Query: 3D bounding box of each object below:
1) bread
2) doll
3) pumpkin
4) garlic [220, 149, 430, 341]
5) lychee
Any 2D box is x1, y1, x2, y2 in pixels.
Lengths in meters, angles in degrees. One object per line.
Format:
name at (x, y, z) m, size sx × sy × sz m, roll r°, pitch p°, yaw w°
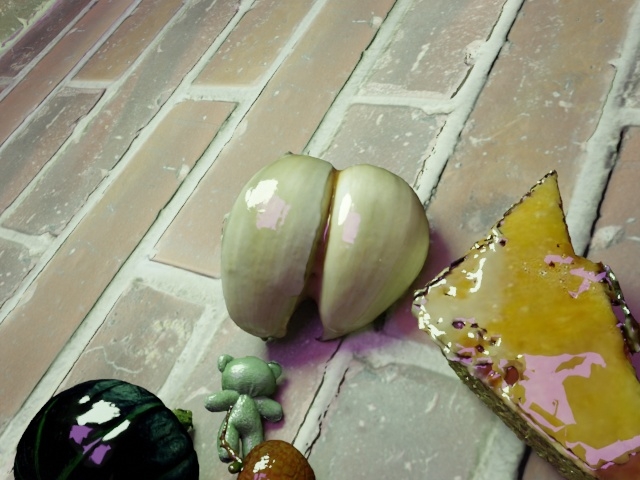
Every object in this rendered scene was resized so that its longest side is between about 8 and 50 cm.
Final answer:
bread at (0.288, 0.110, 0.618) m, size 0.315 × 0.248 × 0.279 m, roll 31°, pitch 73°, yaw 35°
doll at (-0.110, 0.236, 0.818) m, size 0.115 × 0.077 × 0.150 m, roll 16°, pitch 56°, yaw -18°
pumpkin at (-0.251, 0.294, 0.764) m, size 0.248 × 0.248 × 0.248 m, roll -13°, pitch 50°, yaw 16°
garlic at (0.000, 0.000, 0.888) m, size 0.249 × 0.286 × 0.313 m, roll -46°, pitch 16°, yaw 54°
lychee at (-0.070, 0.296, 0.731) m, size 0.140 × 0.101 × 0.114 m, roll 9°, pitch 25°, yaw 14°
